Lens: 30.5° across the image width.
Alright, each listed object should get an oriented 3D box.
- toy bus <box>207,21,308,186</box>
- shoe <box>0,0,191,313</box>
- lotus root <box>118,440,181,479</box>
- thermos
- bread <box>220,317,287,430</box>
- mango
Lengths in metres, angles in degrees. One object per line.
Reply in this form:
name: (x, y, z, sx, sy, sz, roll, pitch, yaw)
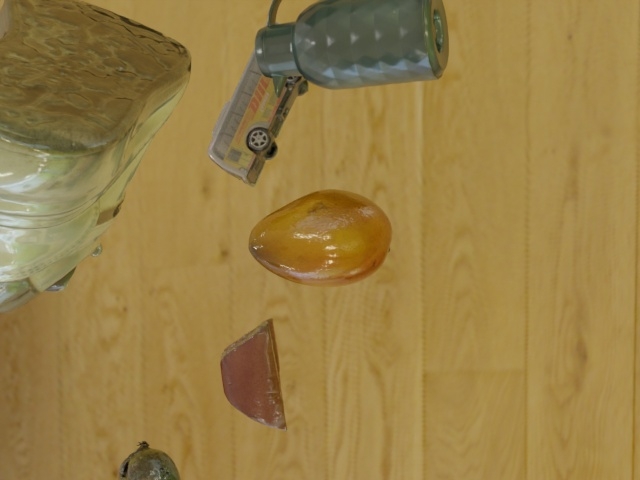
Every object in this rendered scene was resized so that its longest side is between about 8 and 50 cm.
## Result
toy bus: (-0.095, -0.227, 1.941, 0.106, 0.092, 0.268, 24, 87, 11)
shoe: (-0.164, -0.046, 0.695, 0.124, 0.316, 0.159, 19, 108, -4)
lotus root: (-0.213, 0.342, 1.524, 0.088, 0.088, 0.165, -22, 71, 19)
thermos: (0.041, -0.315, 1.770, 0.287, 0.145, 0.182, -2, 97, 18)
bread: (-0.114, 0.216, 1.893, 0.119, 0.067, 0.192, 2, 111, 30)
mango: (0.000, 0.000, 1.623, 0.144, 0.219, 0.112, 59, 143, 30)
